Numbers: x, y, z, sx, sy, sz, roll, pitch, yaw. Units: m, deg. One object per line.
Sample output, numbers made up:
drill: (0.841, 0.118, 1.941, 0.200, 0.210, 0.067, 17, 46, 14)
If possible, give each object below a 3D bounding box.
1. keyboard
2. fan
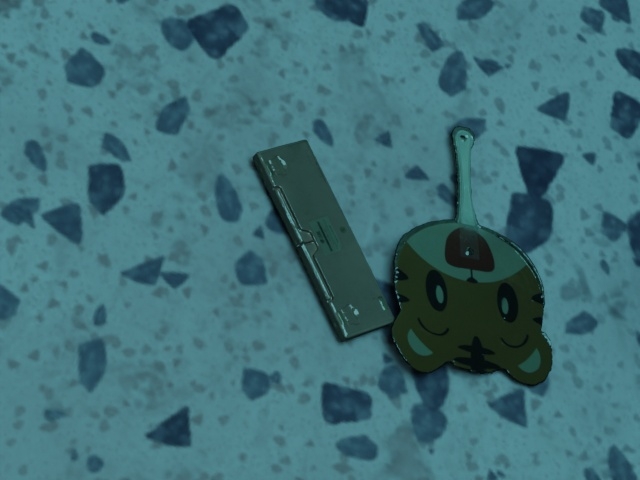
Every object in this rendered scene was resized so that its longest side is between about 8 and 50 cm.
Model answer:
keyboard: (0.000, 0.000, 1.489, 0.055, 0.017, 0.166, -17, 75, -34)
fan: (0.119, 0.008, 1.536, 0.152, 0.008, 0.227, 10, 62, -25)
